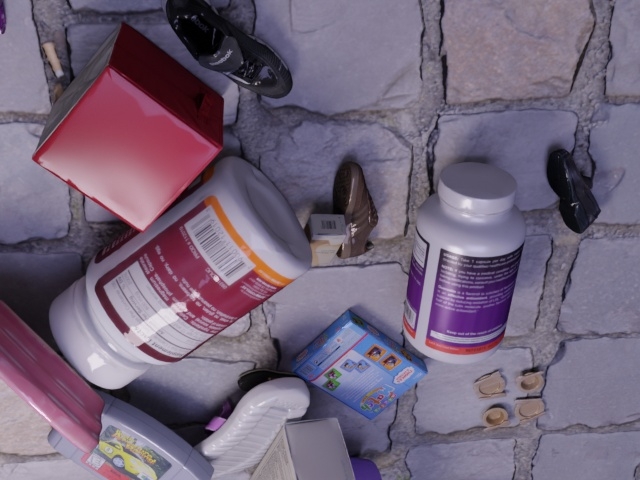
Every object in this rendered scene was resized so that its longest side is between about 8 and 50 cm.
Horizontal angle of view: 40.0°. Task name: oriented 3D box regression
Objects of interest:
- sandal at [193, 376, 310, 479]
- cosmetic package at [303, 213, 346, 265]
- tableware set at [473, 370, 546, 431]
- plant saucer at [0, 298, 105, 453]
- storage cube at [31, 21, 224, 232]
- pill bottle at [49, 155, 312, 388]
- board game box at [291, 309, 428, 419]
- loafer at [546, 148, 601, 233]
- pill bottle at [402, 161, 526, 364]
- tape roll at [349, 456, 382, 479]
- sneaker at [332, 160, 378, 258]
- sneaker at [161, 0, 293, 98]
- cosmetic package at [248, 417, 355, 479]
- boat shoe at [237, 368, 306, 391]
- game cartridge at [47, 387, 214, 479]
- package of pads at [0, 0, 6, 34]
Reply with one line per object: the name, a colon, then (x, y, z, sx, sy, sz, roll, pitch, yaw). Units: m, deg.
sandal: (-0.147, 0.352, 1.689, 0.169, 0.102, 0.416, 11, 140, -35)
cosmetic package: (0.000, 0.000, 1.480, 0.060, 0.041, 0.115, 0, 153, -14)
tableware set: (0.387, 0.323, 1.788, 0.141, 0.020, 0.168, -14, 123, 1)
plant saucer: (-0.474, 0.210, 1.457, 0.084, 0.332, 0.332, -46, 123, -16)
storage cube: (-0.273, -0.168, 1.284, 0.193, 0.183, 0.215, 36, 113, -24)
pill bottle: (-0.228, 0.061, 1.415, 0.392, 0.224, 0.224, -35, 121, 15)
board game box: (0.076, 0.243, 1.684, 0.211, 0.039, 0.160, 36, 112, -26)
loafer: (0.435, -0.093, 1.506, 0.061, 0.062, 0.170, -35, 127, -11)
pill bottle: (0.243, 0.038, 1.486, 0.182, 0.181, 0.323, 0, 123, -7)
tape roll: (0.043, 0.571, 1.753, 0.090, 0.275, 0.274, 9, 121, -14)
sneaker: (0.063, -0.055, 1.483, 0.071, 0.066, 0.188, -11, 131, -21)
sneaker: (-0.135, -0.272, 1.279, 0.234, 0.106, 0.078, 37, 113, -27)
cosmetic package: (-0.044, 0.477, 1.683, 0.113, 0.160, 0.309, -2, 147, -23)
boat shoe: (-0.093, 0.277, 1.684, 0.133, 0.042, 0.049, 4, 124, -8)
game cartridge: (-0.356, 0.399, 1.658, 0.294, 0.060, 0.196, 35, 125, -8)
package of pads: (-0.492, -0.319, 1.246, 0.083, 0.032, 0.050, 0, 126, -7)
